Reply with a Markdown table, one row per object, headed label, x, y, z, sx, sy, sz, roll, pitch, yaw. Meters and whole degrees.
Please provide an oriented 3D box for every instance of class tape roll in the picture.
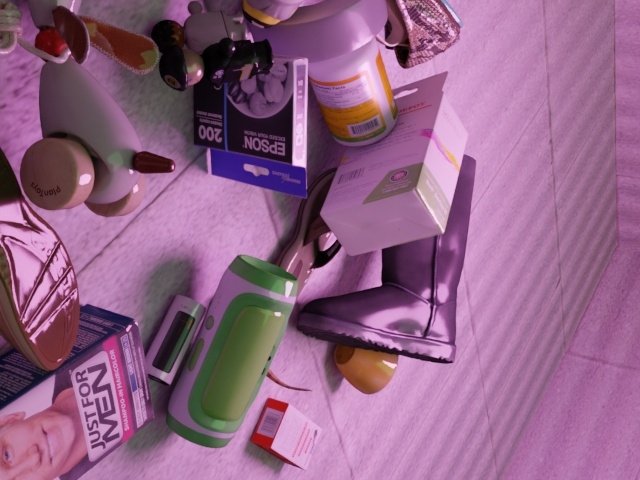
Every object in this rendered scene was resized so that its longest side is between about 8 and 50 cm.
| label | x | y | z | sx | sy | sz | roll | pitch | yaw |
| --- | --- | --- | --- | --- | --- | --- | --- | --- | --- |
| tape roll | -0.007 | -0.366 | 1.405 | 0.219 | 0.219 | 0.072 | -53 | 141 | -35 |

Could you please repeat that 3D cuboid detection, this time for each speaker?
| label | x | y | z | sx | sy | sz | roll | pitch | yaw |
| --- | --- | --- | --- | --- | --- | --- | --- | --- | --- |
| speaker | -0.231 | 0.155 | 1.394 | 0.136 | 0.055 | 0.055 | -65 | 147 | -18 |
| speaker | -0.142 | 0.177 | 1.434 | 0.131 | 0.131 | 0.296 | 14 | 101 | -59 |

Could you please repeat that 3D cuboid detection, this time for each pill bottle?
| label | x | y | z | sx | sy | sz | roll | pitch | yaw |
| --- | --- | --- | --- | --- | --- | --- | --- | --- | --- |
| pill bottle | 0.048 | -0.300 | 1.600 | 0.136 | 0.136 | 0.245 | -58 | 144 | -29 |

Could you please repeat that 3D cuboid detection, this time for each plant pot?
| label | x | y | z | sx | sy | sz | roll | pitch | yaw |
| --- | --- | --- | --- | --- | --- | --- | --- | --- | --- |
| plant pot | 0.085 | 0.249 | 1.895 | 0.095 | 0.134 | 0.134 | 30 | 74 | -33 |

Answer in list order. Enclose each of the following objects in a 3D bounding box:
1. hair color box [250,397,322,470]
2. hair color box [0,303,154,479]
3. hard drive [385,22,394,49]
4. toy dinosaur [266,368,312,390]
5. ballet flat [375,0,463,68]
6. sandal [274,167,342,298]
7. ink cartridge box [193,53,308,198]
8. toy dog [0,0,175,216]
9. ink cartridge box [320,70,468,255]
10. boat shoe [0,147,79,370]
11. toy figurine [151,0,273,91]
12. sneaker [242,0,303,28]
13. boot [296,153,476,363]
| label | x | y | z | sx | sy | sz | roll | pitch | yaw |
| --- | --- | --- | --- | --- | --- | --- | --- | --- | --- |
| hair color box | -0.064 | 0.382 | 1.753 | 0.167 | 0.053 | 0.093 | 50 | 58 | -52 |
| hair color box | -0.376 | 0.240 | 1.140 | 0.347 | 0.105 | 0.173 | -36 | 130 | -47 |
| hard drive | 0.179 | -0.460 | 1.860 | 0.135 | 0.022 | 0.094 | -37 | 136 | -48 |
| toy dinosaur | -0.119 | 0.195 | 1.523 | 0.064 | 0.112 | 0.211 | -37 | 94 | -32 |
| ballet flat | 0.086 | -0.485 | 1.565 | 0.182 | 0.164 | 0.483 | -38 | 130 | 3 |
| sandal | 0.000 | 0.002 | 1.679 | 0.302 | 0.086 | 0.120 | -66 | 148 | -23 |
| ink cartridge box | -0.107 | -0.176 | 1.327 | 0.045 | 0.206 | 0.208 | -21 | 118 | -47 |
| toy dog | -0.258 | -0.180 | 1.038 | 0.220 | 0.161 | 0.333 | -59 | 137 | -63 |
| ink cartridge box | 0.152 | -0.150 | 1.676 | 0.119 | 0.207 | 0.353 | 53 | 40 | -31 |
| boat shoe | -0.386 | 0.010 | 1.036 | 0.121 | 0.110 | 0.341 | -64 | 146 | -49 |
| toy figurine | -0.161 | -0.319 | 1.185 | 0.148 | 0.209 | 0.213 | -12 | 123 | -16 |
| sneaker | -0.072 | -0.489 | 1.325 | 0.145 | 0.147 | 0.384 | 20 | 57 | -24 |
| boot | 0.143 | 0.003 | 1.833 | 0.367 | 0.146 | 0.445 | 16 | 76 | -29 |
